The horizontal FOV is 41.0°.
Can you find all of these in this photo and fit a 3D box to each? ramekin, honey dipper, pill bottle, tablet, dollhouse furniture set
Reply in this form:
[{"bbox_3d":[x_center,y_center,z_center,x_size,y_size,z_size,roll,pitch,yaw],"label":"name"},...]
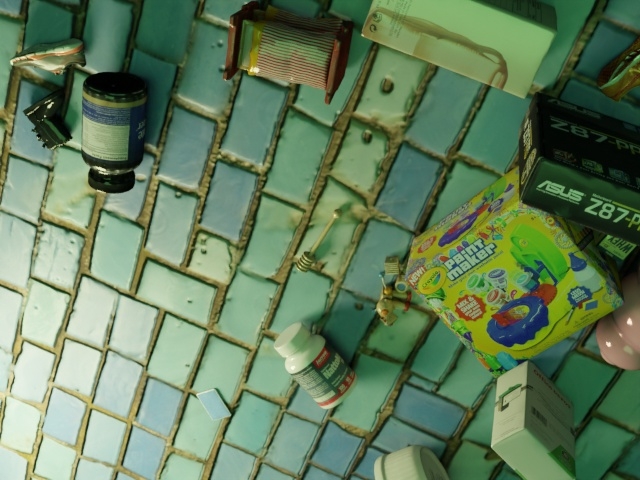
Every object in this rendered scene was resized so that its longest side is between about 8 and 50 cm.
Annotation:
[{"bbox_3d":[0.220,0.558,1.915,0.109,0.207,0.207,-33,107,15],"label":"ramekin"},{"bbox_3d":[0.000,0.000,1.760,0.030,0.030,0.161,32,117,-6],"label":"honey dipper"},{"bbox_3d":[-0.014,0.268,1.860,0.108,0.108,0.180,-34,107,26],"label":"pill bottle"},{"bbox_3d":[-0.253,0.391,2.036,0.054,0.006,0.083,-20,111,21],"label":"tablet"},{"bbox_3d":[-0.407,-0.209,1.682,0.122,0.123,0.219,13,120,5],"label":"pill bottle"},{"bbox_3d":[-0.039,-0.448,1.456,0.201,0.152,0.374,12,120,6],"label":"dollhouse furniture set"}]

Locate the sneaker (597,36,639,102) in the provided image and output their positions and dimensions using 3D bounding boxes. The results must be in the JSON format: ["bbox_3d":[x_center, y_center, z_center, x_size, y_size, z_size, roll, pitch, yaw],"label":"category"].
[{"bbox_3d":[0.559,-0.308,1.464,0.067,0.064,0.175,33,127,-29],"label":"sneaker"}]

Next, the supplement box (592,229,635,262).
[{"bbox_3d":[0.558,-0.020,1.595,0.056,0.083,0.083,31,120,-6],"label":"supplement box"}]

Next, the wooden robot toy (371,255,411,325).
[{"bbox_3d":[0.147,0.124,1.765,0.076,0.079,0.173,12,120,6],"label":"wooden robot toy"}]

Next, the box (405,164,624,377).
[{"bbox_3d":[0.364,0.054,1.625,0.290,0.177,0.279,-38,104,26],"label":"box"}]

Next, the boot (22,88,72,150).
[{"bbox_3d":[-0.540,-0.243,1.737,0.121,0.045,0.099,-22,109,30],"label":"boot"}]

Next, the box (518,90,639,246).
[{"bbox_3d":[0.529,-0.096,1.426,0.394,0.318,0.097,20,119,2],"label":"box"}]

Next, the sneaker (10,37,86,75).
[{"bbox_3d":[-0.531,-0.348,1.673,0.157,0.061,0.065,-5,123,15],"label":"sneaker"}]

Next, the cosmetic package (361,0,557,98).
[{"bbox_3d":[0.234,-0.369,1.442,0.296,0.153,0.129,22,122,2],"label":"cosmetic package"}]

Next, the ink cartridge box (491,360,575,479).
[{"bbox_3d":[0.440,0.380,1.759,0.160,0.219,0.092,45,121,-12],"label":"ink cartridge box"}]

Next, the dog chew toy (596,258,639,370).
[{"bbox_3d":[0.644,0.121,1.596,0.206,0.207,0.332,30,128,-4],"label":"dog chew toy"}]
